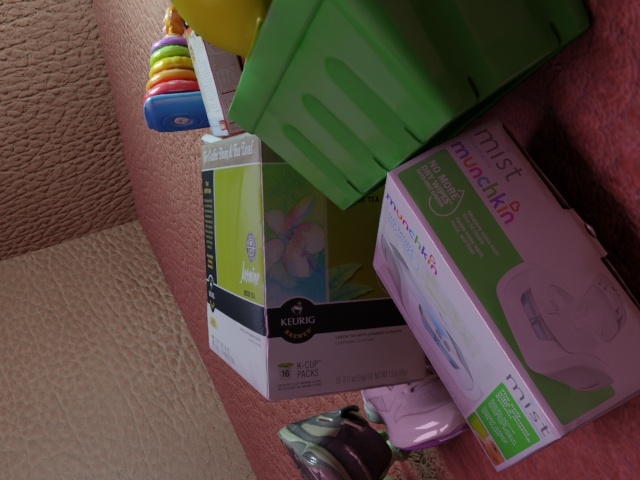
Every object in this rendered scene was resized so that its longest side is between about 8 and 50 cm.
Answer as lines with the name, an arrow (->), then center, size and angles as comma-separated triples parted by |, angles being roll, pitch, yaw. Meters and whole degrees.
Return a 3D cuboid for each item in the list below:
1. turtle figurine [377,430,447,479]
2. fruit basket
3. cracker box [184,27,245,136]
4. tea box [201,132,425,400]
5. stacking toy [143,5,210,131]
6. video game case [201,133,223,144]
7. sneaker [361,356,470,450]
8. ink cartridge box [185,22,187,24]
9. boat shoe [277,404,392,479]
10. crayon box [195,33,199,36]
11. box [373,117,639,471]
turtle figurine -> 0.139, 0.426, 1.302 | 0.198, 0.274, 0.266 | 49, -174, -9
fruit basket -> 0.007, -0.239, 0.742 | 0.392, 0.282, 0.392 | 47, 159, 24
cracker box -> -0.208, -0.334, 1.623 | 0.155, 0.067, 0.233 | -161, 55, -69
tea box -> -0.024, 0.014, 1.083 | 0.329, 0.219, 0.324 | -169, 76, -69
stacking toy -> -0.339, -0.416, 1.842 | 0.175, 0.165, 0.302 | 105, 158, -74
video game case -> -0.173, -0.147, 1.673 | 0.173, 0.022, 0.190 | 54, 169, -24
sneaker -> 0.116, 0.206, 1.128 | 0.305, 0.114, 0.152 | -1, 107, 71
ink cartridge box -> -0.254, -0.508, 1.595 | 0.209, 0.062, 0.109 | 0, 108, 71
boat shoe -> 0.030, 0.333, 1.229 | 0.132, 0.130, 0.355 | 59, 167, -4
crayon box -> -0.140, -0.399, 0.811 | 0.081, 0.202, 0.319 | 18, 140, 49
box -> 0.172, 0.061, 0.743 | 0.262, 0.126, 0.231 | 60, 170, 19
